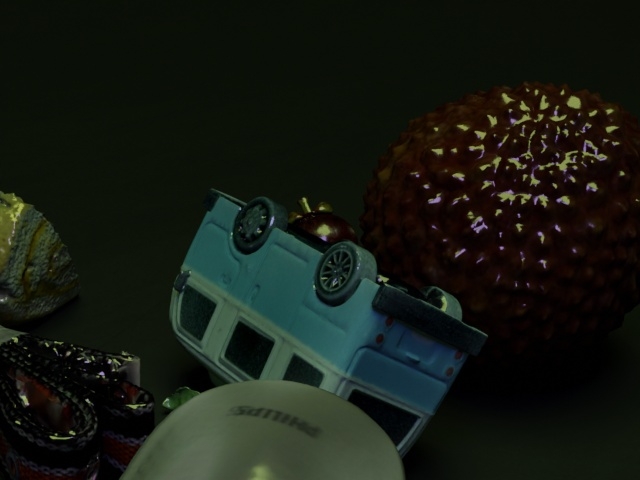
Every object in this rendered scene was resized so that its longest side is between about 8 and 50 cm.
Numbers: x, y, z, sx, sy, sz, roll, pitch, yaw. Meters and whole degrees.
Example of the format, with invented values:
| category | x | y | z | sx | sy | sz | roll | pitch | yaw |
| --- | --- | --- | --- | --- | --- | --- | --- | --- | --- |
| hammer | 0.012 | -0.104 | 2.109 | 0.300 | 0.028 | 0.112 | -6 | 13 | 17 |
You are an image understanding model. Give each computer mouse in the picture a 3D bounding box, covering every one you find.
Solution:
| category | x | y | z | sx | sy | sz | roll | pitch | yaw |
| --- | --- | --- | --- | --- | --- | --- | --- | --- | --- |
| computer mouse | -0.064 | 0.209 | 0.816 | 0.197 | 0.095 | 0.331 | 7 | 41 | 18 |

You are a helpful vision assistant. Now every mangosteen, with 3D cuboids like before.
| category | x | y | z | sx | sy | sz | roll | pitch | yaw |
| --- | --- | --- | --- | --- | --- | --- | --- | --- | --- |
| mangosteen | 0.000 | 0.003 | 1.341 | 0.081 | 0.081 | 0.081 | 4 | 26 | -2 |

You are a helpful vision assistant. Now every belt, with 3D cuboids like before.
| category | x | y | z | sx | sy | sz | roll | pitch | yaw |
| --- | --- | --- | --- | --- | --- | --- | --- | --- | --- |
| belt | -0.278 | 0.107 | 1.066 | 0.360 | 0.094 | 0.126 | 22 | 32 | 33 |

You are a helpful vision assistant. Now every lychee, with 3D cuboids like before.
| category | x | y | z | sx | sy | sz | roll | pitch | yaw |
| --- | --- | --- | --- | --- | --- | --- | --- | --- | --- |
| lychee | 0.177 | -0.013 | 1.204 | 0.276 | 0.304 | 0.275 | 30 | 38 | -27 |

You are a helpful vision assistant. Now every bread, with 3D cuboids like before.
| category | x | y | z | sx | sy | sz | roll | pitch | yaw |
| --- | --- | --- | --- | --- | --- | --- | --- | --- | --- |
| bread | -0.294 | 0.036 | 1.215 | 0.103 | 0.156 | 0.110 | 10 | 58 | 19 |

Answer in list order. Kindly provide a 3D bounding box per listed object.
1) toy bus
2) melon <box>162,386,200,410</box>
| category | x | y | z | sx | sy | sz | roll | pitch | yaw |
| --- | --- | --- | --- | --- | --- | --- | --- | --- | --- |
| toy bus | -0.015 | 0.072 | 1.089 | 0.133 | 0.164 | 0.271 | 27 | 1 | -39 |
| melon | -0.078 | 0.190 | 1.007 | 0.114 | 0.053 | 0.262 | -21 | 28 | -10 |
